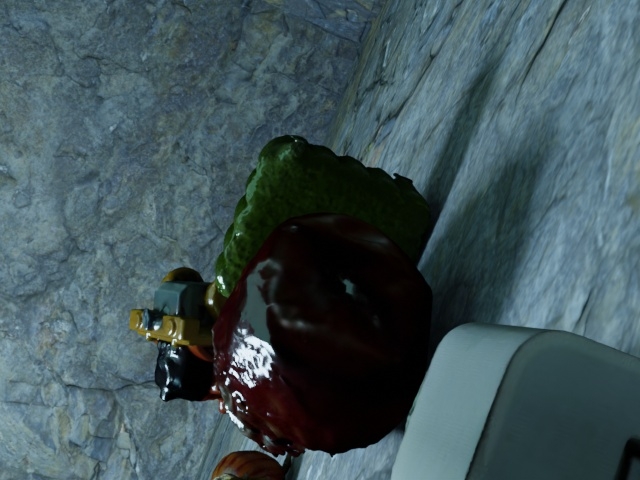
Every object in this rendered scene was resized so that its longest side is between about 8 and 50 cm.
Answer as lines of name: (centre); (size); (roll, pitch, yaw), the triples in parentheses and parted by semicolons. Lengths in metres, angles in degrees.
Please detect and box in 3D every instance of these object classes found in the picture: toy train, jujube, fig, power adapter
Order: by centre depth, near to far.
power adapter: (0.115, 0.120, 0.529); (0.205, 0.125, 0.130); (162, 130, -83)
jujube: (-0.008, 0.114, 1.039); (0.258, 0.258, 0.376); (-70, 11, -22)
toy train: (-0.113, 0.161, 1.464); (0.163, 0.369, 0.232); (1, 88, 49)
fig: (-0.111, 0.395, 1.500); (0.128, 0.128, 0.150); (-66, -20, 11)

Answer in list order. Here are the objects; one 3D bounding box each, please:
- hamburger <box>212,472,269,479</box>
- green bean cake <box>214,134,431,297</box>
hamburger: (-0.079, 0.357, 0.931); (0.245, 0.211, 0.260); (-61, 12, -4)
green bean cake: (0.000, 0.000, 1.284); (0.156, 0.249, 0.247); (-108, 41, -79)
